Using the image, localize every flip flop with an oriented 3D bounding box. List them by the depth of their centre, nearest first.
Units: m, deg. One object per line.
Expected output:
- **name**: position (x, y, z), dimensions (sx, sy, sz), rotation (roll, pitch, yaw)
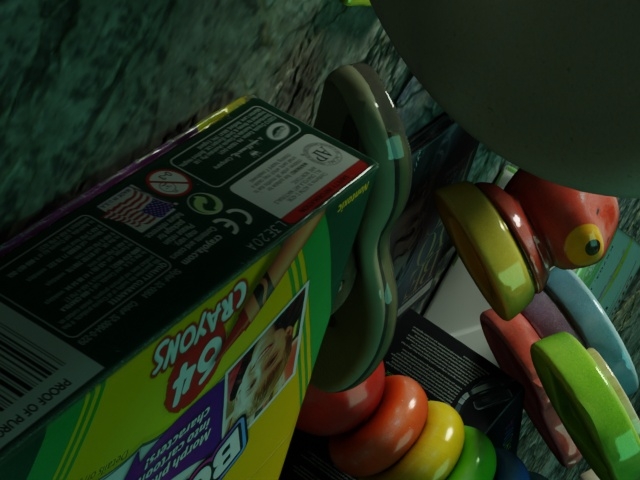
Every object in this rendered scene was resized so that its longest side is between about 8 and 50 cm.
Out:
- **flip flop**: position (0.000, 0.000, 1.115), dimensions (0.080, 0.112, 0.277), rotation (-21, 147, -22)

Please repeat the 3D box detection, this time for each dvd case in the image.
- **dvd case**: position (0.074, -0.007, 1.405), dimensions (0.164, 0.018, 0.221), rotation (-38, 152, -49)

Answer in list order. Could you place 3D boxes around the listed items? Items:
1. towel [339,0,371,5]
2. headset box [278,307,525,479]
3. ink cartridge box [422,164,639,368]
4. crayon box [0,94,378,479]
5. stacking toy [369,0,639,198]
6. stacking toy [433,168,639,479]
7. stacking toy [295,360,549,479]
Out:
- **towel**: position (0.079, -0.256, 1.052), dimensions (0.102, 0.021, 0.237), rotation (-12, 130, -59)
- **headset box**: position (0.041, 0.247, 1.502), dimensions (0.283, 0.131, 0.246), rotation (-46, 158, -24)
- **ink cartridge box**: position (0.227, 0.060, 1.739), dimensions (0.207, 0.119, 0.353), rotation (-62, 161, 4)
- **crayon box**: position (-0.132, 0.129, 0.936), dimensions (0.363, 0.106, 0.313), rotation (-39, 152, -47)
- **stacking toy**: position (0.272, -0.236, 0.862), dimensions (0.480, 0.350, 0.350), rotation (-17, 138, -33)
- **stacking toy**: position (0.231, 0.087, 1.389), dimensions (0.130, 0.279, 0.309), rotation (-29, 144, -3)
- **stacking toy**: position (0.089, 0.180, 1.315), dimensions (0.141, 0.330, 0.141), rotation (-39, -162, 16)
